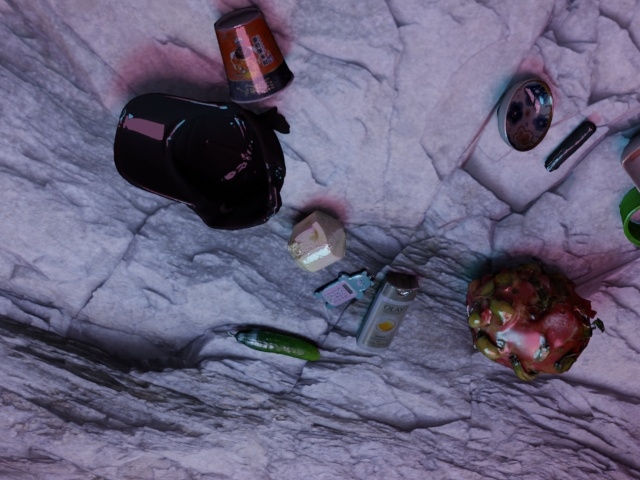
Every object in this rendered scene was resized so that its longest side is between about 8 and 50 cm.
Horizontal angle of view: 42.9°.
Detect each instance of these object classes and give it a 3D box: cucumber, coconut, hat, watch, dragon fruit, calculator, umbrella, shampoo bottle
[{"bbox_3d":[-0.108,0.251,1.992,0.250,0.056,0.056,15,129,-21],"label":"cucumber"},{"bbox_3d":[0.000,0.000,1.733,0.122,0.116,0.116,-33,127,21],"label":"coconut"},{"bbox_3d":[-0.210,-0.172,1.556,0.336,0.209,0.238,22,108,-1],"label":"hat"},{"bbox_3d":[0.727,-0.034,1.763,0.152,0.131,0.165,4,133,5],"label":"watch"},{"bbox_3d":[0.459,0.185,1.850,0.291,0.269,0.250,17,119,-24],"label":"dragon fruit"},{"bbox_3d":[0.059,0.114,1.906,0.141,0.019,0.094,-28,126,20],"label":"calculator"},{"bbox_3d":[0.509,-0.190,1.659,0.036,0.031,0.133,26,126,-23],"label":"umbrella"},{"bbox_3d":[0.158,0.176,1.944,0.086,0.055,0.227,10,130,-15],"label":"shampoo bottle"}]

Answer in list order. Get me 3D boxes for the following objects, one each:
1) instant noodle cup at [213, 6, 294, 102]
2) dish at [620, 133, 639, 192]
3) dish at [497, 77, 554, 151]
[{"bbox_3d":[-0.123,-0.329,1.431,0.127,0.127,0.135,-14,124,8],"label":"instant noodle cup"},{"bbox_3d":[0.717,-0.192,1.644,0.212,0.077,0.151,-33,128,23],"label":"dish"},{"bbox_3d":[0.376,-0.248,1.577,0.141,0.078,0.141,-15,115,-33],"label":"dish"}]
